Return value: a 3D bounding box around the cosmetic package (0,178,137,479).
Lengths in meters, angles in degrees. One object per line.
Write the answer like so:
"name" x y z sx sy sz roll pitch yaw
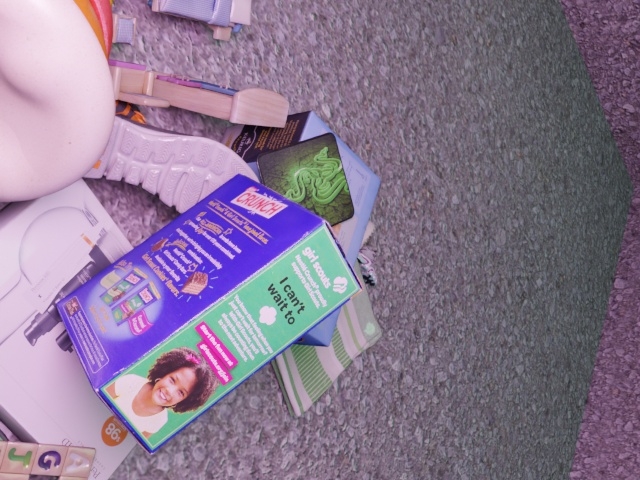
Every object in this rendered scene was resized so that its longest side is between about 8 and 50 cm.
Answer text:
"cosmetic package" -0.362 0.132 0.986 0.284 0.097 0.377 -51 125 -34

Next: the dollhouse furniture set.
"dollhouse furniture set" -0.172 -0.350 1.057 0.286 0.198 0.304 -10 114 -58

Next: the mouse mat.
"mouse mat" -0.019 -0.086 1.110 0.189 0.007 0.153 -26 105 -45

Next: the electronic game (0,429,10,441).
"electronic game" -0.494 0.326 0.859 0.229 0.048 0.229 4 85 -49

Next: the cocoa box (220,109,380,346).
"cocoa box" -0.080 -0.016 1.213 0.231 0.227 0.347 39 60 -40

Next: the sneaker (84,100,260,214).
"sneaker" -0.246 -0.140 1.028 0.321 0.180 0.125 22 106 -28

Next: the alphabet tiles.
"alphabet tiles" -0.416 0.377 0.878 0.198 0.009 0.237 18 83 -35

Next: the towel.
"towel" 0.008 0.184 1.449 0.325 0.038 0.248 -36 114 -44

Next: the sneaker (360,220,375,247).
"sneaker" 0.000 0.000 1.396 0.146 0.102 0.293 52 38 -13

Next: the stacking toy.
"stacking toy" -0.367 -0.316 0.845 0.351 0.350 0.480 51 32 -35

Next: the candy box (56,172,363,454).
"candy box" -0.151 0.070 0.877 0.317 0.268 0.122 -38 121 -13

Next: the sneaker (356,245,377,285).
"sneaker" 0.116 0.051 1.577 0.069 0.038 0.098 -52 125 -36
